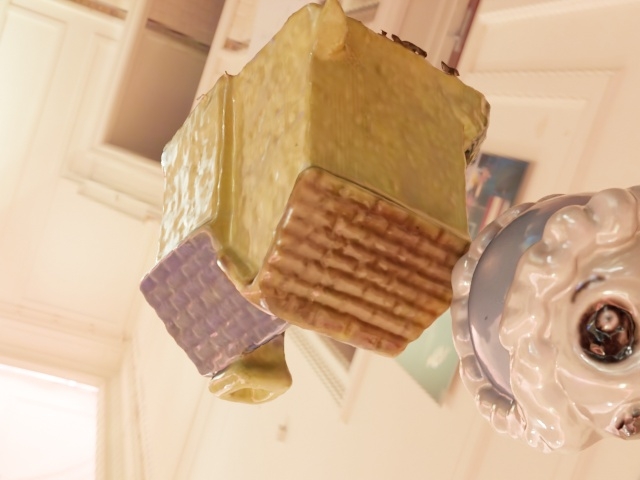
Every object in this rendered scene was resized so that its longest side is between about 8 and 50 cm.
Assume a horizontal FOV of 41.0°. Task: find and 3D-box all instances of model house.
[{"bbox_3d":[0.000,0.000,0.775,0.261,0.266,0.321,22,143,-29],"label":"model house"}]

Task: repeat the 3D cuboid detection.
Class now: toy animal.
[{"bbox_3d":[0.195,0.039,0.593,0.208,0.156,0.204,-24,-179,-8],"label":"toy animal"}]
